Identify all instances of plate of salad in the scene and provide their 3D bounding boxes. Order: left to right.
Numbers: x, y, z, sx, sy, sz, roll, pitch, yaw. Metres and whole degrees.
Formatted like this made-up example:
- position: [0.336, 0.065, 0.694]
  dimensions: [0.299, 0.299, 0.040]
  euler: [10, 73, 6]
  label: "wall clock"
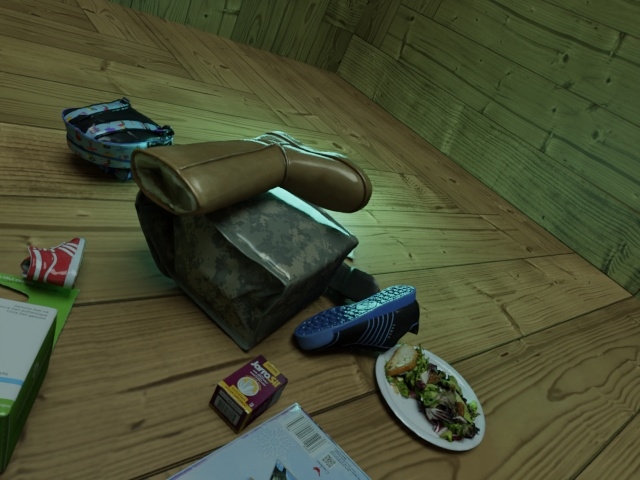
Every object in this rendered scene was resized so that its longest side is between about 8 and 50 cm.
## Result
- position: [0.182, 0.239, 0.729]
  dimensions: [0.200, 0.048, 0.200]
  euler: [22, 28, -12]
  label: "plate of salad"

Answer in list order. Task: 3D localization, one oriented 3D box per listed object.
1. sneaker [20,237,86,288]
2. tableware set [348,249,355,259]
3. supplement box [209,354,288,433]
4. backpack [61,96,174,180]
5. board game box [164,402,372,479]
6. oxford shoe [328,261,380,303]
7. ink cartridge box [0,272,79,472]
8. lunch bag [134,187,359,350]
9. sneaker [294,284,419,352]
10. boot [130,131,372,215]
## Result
- position: [-0.358, 0.022, 0.610]
  dimensions: [0.067, 0.042, 0.118]
  euler: [15, 17, -27]
  label: "sneaker"
- position: [0.000, 0.000, 0.995]
  dimensions: [0.169, 0.020, 0.141]
  euler: [33, 28, 10]
  label: "tableware set"
- position: [-0.090, 0.192, 0.574]
  dimensions: [0.055, 0.043, 0.083]
  euler: [36, 29, 19]
  label: "supplement box"
- position: [-0.395, -0.190, 0.864]
  dimensions: [0.158, 0.117, 0.173]
  euler: [34, 28, 11]
  label: "backpack"
- position: [-0.029, 0.319, 0.359]
  dimensions: [0.319, 0.066, 0.318]
  euler: [37, 29, 31]
  label: "board game box"
- position: [0.026, 0.066, 0.876]
  dimensions: [0.212, 0.076, 0.076]
  euler: [35, -10, 29]
  label: "oxford shoe"
- position: [-0.372, 0.082, 0.457]
  dimensions: [0.189, 0.097, 0.255]
  euler: [16, 31, -20]
  label: "ink cartridge box"
- position: [-0.125, -0.005, 0.740]
  dimensions: [0.287, 0.169, 0.235]
  euler: [40, 31, 13]
  label: "lunch bag"
- position: [0.071, 0.149, 0.747]
  dimensions: [0.232, 0.090, 0.081]
  euler: [-16, 12, -23]
  label: "sneaker"
- position: [-0.085, -0.080, 0.651]
  dimensions: [0.236, 0.089, 0.269]
  euler: [27, 29, 24]
  label: "boot"
